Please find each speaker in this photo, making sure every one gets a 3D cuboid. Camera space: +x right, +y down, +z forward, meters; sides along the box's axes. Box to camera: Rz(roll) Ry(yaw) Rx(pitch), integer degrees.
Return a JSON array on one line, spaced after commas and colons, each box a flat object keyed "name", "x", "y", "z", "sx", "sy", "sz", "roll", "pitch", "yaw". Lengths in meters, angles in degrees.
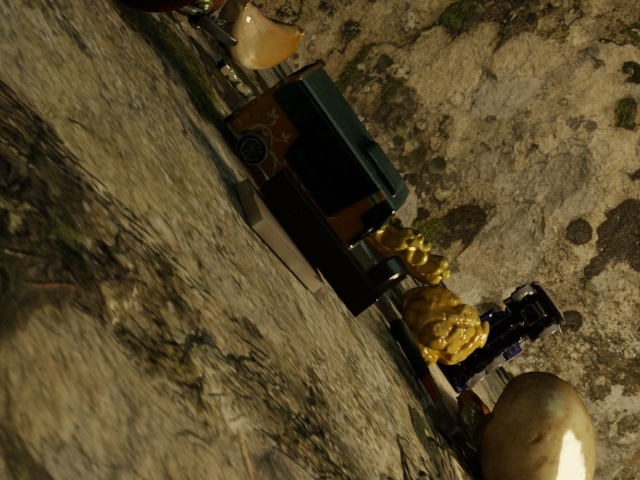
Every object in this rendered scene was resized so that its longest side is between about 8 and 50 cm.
[{"name": "speaker", "x": 0.000, "y": 0.000, "z": 1.481, "sx": 0.218, "sy": 0.044, "sz": 0.082, "roll": 53, "pitch": 7, "yaw": -7}]

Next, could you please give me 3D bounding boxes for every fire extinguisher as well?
[{"name": "fire extinguisher", "x": -0.277, "y": -0.534, "z": 2.020, "sx": 0.200, "sy": 0.113, "sz": 0.376, "roll": -3, "pitch": 63, "yaw": -32}]

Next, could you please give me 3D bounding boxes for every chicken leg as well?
[{"name": "chicken leg", "x": 0.226, "y": 0.152, "z": 2.246, "sx": 0.207, "sy": 0.101, "sz": 0.085, "roll": 59, "pitch": 29, "yaw": -68}]

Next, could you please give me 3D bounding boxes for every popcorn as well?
[{"name": "popcorn", "x": 0.226, "y": 0.166, "z": 2.010, "sx": 0.163, "sy": 0.140, "sz": 0.194, "roll": 41, "pitch": -4, "yaw": 4}]

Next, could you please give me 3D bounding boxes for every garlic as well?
[{"name": "garlic", "x": -0.144, "y": -0.463, "z": 2.348, "sx": 0.245, "sy": 0.164, "sz": 0.145, "roll": 22, "pitch": 50, "yaw": -66}]

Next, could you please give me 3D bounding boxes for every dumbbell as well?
[{"name": "dumbbell", "x": 0.055, "y": 0.002, "z": 1.788, "sx": 0.191, "sy": 0.100, "sz": 0.100, "roll": 55, "pitch": 8, "yaw": 11}]

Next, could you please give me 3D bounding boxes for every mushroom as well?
[{"name": "mushroom", "x": 0.356, "y": 0.338, "z": 1.770, "sx": 0.255, "sy": 0.184, "sz": 0.255, "roll": 25, "pitch": 56, "yaw": -44}]

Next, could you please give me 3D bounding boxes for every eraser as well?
[{"name": "eraser", "x": -0.054, "y": -0.006, "z": 1.432, "sx": 0.150, "sy": 0.023, "sz": 0.104, "roll": 49, "pitch": 9, "yaw": -37}]

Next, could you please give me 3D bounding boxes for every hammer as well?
[{"name": "hammer", "x": 0.178, "y": 0.233, "z": 1.794, "sx": 0.111, "sy": 0.033, "sz": 0.287, "roll": 50, "pitch": 9, "yaw": -38}]

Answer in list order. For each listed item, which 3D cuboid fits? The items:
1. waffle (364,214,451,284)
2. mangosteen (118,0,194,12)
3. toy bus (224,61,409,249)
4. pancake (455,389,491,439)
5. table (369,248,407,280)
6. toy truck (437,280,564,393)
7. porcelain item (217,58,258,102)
[{"name": "waffle", "x": 0.110, "y": -0.014, "z": 1.972, "sx": 0.329, "sy": 0.062, "sz": 0.329, "roll": 38, "pitch": -3, "yaw": 2}, {"name": "mangosteen", "x": -0.212, "y": -0.440, "z": 1.443, "sx": 0.235, "sy": 0.261, "sz": 0.235, "roll": 55, "pitch": 6, "yaw": -8}, {"name": "toy bus", "x": 0.002, "y": -0.122, "z": 1.645, "sx": 0.275, "sy": 0.167, "sz": 0.138, "roll": 55, "pitch": 23, "yaw": -6}, {"name": "pancake", "x": 0.317, "y": 0.374, "z": 1.938, "sx": 0.244, "sy": 0.057, "sz": 0.266, "roll": 59, "pitch": 9, "yaw": 30}, {"name": "table", "x": 0.133, "y": 0.037, "z": 2.320, "sx": 0.133, "sy": 0.043, "sz": 0.133, "roll": 53, "pitch": 8, "yaw": -10}, {"name": "toy truck", "x": 0.370, "y": 0.202, "z": 2.228, "sx": 0.124, "sy": 0.268, "sz": 0.155, "roll": 58, "pitch": 6, "yaw": 16}, {"name": "porcelain item", "x": -0.169, "y": -0.323, "z": 2.108, "sx": 0.136, "sy": 0.021, "sz": 0.075, "roll": 46, "pitch": 12, "yaw": -49}]
